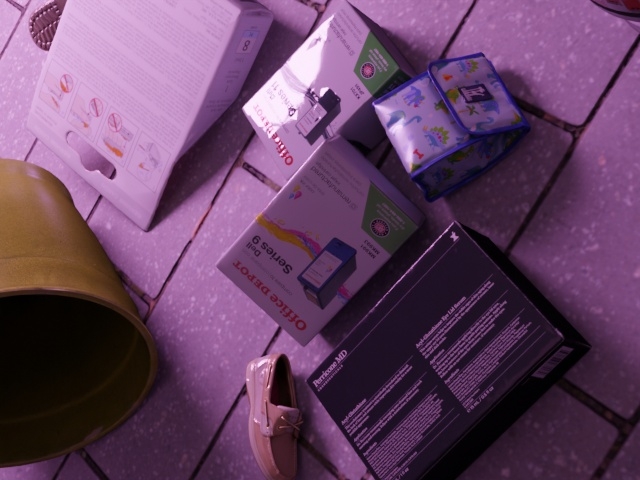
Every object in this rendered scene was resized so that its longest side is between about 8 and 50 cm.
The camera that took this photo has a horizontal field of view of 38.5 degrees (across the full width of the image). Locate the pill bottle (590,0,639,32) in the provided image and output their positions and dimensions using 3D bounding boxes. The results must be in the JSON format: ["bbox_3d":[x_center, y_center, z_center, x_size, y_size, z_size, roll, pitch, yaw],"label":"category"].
[{"bbox_3d":[0.311,-0.334,0.867,0.210,0.363,0.210,-10,72,32],"label":"pill bottle"}]

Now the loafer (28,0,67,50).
[{"bbox_3d":[-0.358,-0.400,1.520,0.268,0.092,0.102,-21,100,14],"label":"loafer"}]

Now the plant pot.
[{"bbox_3d":[-0.452,0.075,1.328,0.366,0.366,0.353,-42,46,19],"label":"plant pot"}]

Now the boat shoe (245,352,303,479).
[{"bbox_3d":[-0.053,0.222,1.156,0.059,0.063,0.170,-29,62,32],"label":"boat shoe"}]

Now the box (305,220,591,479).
[{"bbox_3d":[0.136,0.139,1.023,0.261,0.103,0.184,-48,59,15],"label":"box"}]

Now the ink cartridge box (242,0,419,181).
[{"bbox_3d":[0.016,-0.183,1.204,0.208,0.087,0.153,-44,56,18],"label":"ink cartridge box"}]

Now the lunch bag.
[{"bbox_3d":[0.158,-0.142,1.096,0.151,0.096,0.129,-29,59,9],"label":"lunch bag"}]

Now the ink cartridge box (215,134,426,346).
[{"bbox_3d":[0.000,0.000,1.125,0.154,0.093,0.212,44,107,1],"label":"ink cartridge box"}]

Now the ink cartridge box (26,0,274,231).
[{"bbox_3d":[-0.275,-0.256,1.407,0.308,0.091,0.385,38,118,20],"label":"ink cartridge box"}]
